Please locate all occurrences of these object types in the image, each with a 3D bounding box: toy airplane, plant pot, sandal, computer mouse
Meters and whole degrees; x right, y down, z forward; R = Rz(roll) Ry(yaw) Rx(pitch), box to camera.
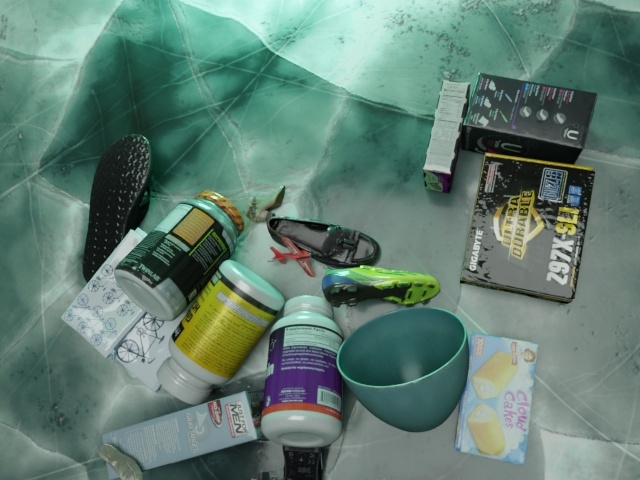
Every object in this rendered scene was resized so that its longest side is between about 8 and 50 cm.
[{"bbox_3d":[-0.073,0.041,1.464,0.151,0.151,0.028,11,50,15],"label":"toy airplane"},{"bbox_3d":[0.203,0.308,1.275,0.290,0.290,0.195,-16,111,10],"label":"plant pot"},{"bbox_3d":[-0.568,-0.083,1.618,0.167,0.107,0.446,18,95,15],"label":"sandal"},{"bbox_3d":[-0.078,0.557,1.378,0.184,0.060,0.262,-4,89,8],"label":"computer mouse"}]

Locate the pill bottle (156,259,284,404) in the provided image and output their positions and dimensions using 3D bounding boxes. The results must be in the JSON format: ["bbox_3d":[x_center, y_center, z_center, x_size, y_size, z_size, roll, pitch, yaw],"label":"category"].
[{"bbox_3d":[-0.254,0.230,1.416,0.188,0.188,0.334,35,90,18],"label":"pill bottle"}]

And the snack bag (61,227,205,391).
[{"bbox_3d":[-0.474,0.192,1.526,0.342,0.037,0.323,40,90,6],"label":"snack bag"}]

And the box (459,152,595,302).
[{"bbox_3d":[0.490,-0.031,1.358,0.257,0.079,0.322,12,81,14],"label":"box"}]

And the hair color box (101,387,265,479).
[{"bbox_3d":[-0.308,0.465,1.382,0.374,0.185,0.114,-19,75,9],"label":"hair color box"}]

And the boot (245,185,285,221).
[{"bbox_3d":[-0.153,-0.104,1.546,0.087,0.042,0.118,16,75,24],"label":"boot"}]

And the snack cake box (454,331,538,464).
[{"bbox_3d":[0.398,0.352,1.291,0.152,0.089,0.264,7,80,15],"label":"snack cake box"}]

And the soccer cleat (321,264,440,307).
[{"bbox_3d":[0.146,0.097,1.394,0.289,0.093,0.121,-2,40,-3],"label":"soccer cleat"}]

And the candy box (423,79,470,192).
[{"bbox_3d":[0.311,-0.253,1.404,0.071,0.159,0.234,12,80,14],"label":"candy box"}]

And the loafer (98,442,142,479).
[{"bbox_3d":[-0.451,0.510,1.295,0.125,0.039,0.045,36,57,12],"label":"loafer"}]

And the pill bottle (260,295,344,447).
[{"bbox_3d":[-0.036,0.299,1.326,0.181,0.181,0.323,-6,53,12],"label":"pill bottle"}]

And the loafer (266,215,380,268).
[{"bbox_3d":[0.000,0.000,1.456,0.302,0.095,0.109,14,82,16],"label":"loafer"}]

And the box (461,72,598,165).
[{"bbox_3d":[0.490,-0.280,1.364,0.270,0.165,0.143,15,82,16],"label":"box"}]

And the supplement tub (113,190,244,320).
[{"bbox_3d":[-0.344,0.030,1.436,0.193,0.194,0.316,28,57,17],"label":"supplement tub"}]
